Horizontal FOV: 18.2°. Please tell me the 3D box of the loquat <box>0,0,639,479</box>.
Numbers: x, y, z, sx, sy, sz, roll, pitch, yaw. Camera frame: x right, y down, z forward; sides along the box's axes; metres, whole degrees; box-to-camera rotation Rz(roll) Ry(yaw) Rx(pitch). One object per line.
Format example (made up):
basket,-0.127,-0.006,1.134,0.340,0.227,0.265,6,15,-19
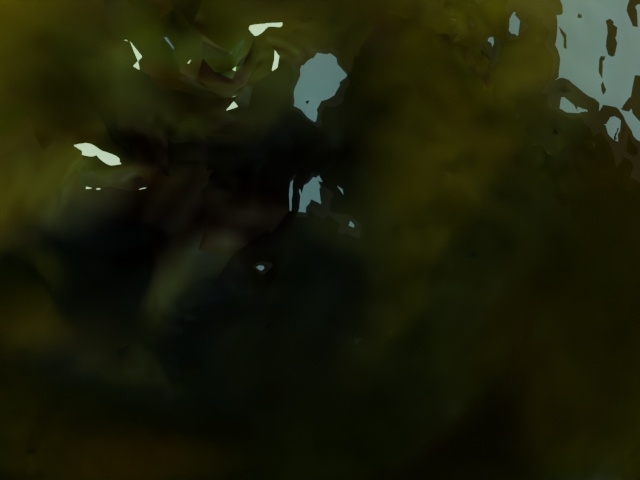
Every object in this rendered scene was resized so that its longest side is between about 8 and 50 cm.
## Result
loquat,-0.007,-0.020,0.653,0.328,0.328,0.328,61,12,-22
